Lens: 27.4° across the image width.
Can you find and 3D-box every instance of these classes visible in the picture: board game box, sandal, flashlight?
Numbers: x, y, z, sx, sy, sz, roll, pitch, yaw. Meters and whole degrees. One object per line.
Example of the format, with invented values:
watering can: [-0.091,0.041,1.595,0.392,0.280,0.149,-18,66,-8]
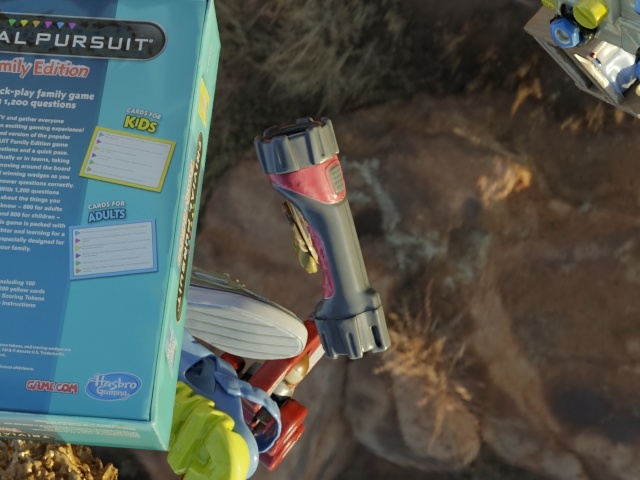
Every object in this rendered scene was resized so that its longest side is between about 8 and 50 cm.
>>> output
board game box: [-0.219,-0.025,0.969,0.254,0.336,0.079,4,157,3]
sandal: [-0.160,0.165,1.536,0.317,0.138,0.126,49,125,24]
flashlight: [0.000,0.000,1.672,0.103,0.103,0.304,-16,106,-10]

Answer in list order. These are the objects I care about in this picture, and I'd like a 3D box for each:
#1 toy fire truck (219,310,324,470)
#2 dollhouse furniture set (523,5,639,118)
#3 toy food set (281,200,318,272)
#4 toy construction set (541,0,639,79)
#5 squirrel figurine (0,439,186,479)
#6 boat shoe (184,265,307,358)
toy fire truck: [-0.070,0.229,2.221,0.169,0.254,0.302,36,161,9]
dollhouse furniture set: [0.364,-0.264,1.528,0.129,0.183,0.129,38,-178,-37]
toy food set: [-0.036,-0.012,2.081,0.039,0.132,0.192,-25,157,1]
toy construction set: [0.268,-0.252,1.203,0.327,0.151,0.215,49,166,37]
squirrel figurine: [-0.286,0.385,1.673,0.370,0.281,0.397,-14,150,30]
boat shoe: [-0.159,0.082,1.869,0.302,0.094,0.109,17,140,2]
